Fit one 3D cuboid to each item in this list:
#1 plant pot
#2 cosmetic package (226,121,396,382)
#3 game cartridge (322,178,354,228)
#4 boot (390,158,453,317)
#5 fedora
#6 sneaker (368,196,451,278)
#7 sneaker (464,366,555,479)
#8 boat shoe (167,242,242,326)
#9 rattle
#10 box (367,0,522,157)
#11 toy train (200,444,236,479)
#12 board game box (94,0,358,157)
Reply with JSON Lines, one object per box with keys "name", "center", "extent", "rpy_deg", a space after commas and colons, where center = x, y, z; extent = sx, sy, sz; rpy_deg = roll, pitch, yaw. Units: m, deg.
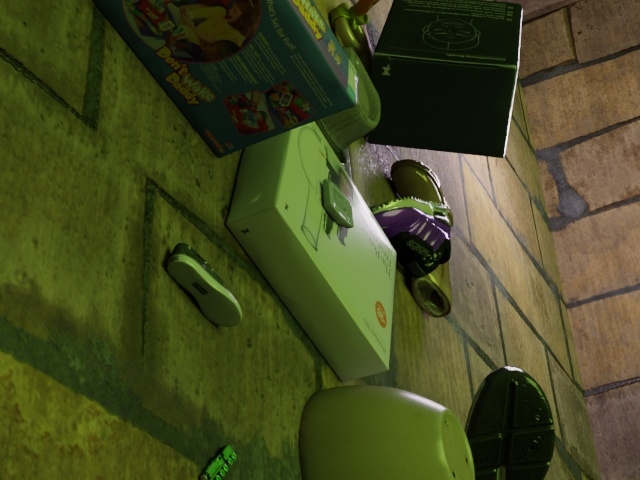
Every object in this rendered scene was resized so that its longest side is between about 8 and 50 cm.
{"name": "plant pot", "center": [0.119, 0.338, 1.622], "extent": [0.284, 0.191, 0.284], "rpy_deg": [48, 31, -43]}
{"name": "cosmetic package", "center": [0.000, 0.000, 1.747], "extent": [0.377, 0.097, 0.284], "rpy_deg": [56, 29, -34]}
{"name": "game cartridge", "center": [0.028, -0.055, 1.706], "extent": [0.083, 0.017, 0.056], "rpy_deg": [44, 31, -48]}
{"name": "boot", "center": [0.218, -0.010, 2.288], "extent": [0.236, 0.089, 0.269], "rpy_deg": [48, 35, -33]}
{"name": "fedora", "center": [0.027, -0.266, 1.922], "extent": [0.243, 0.124, 0.275], "rpy_deg": [59, 15, -31]}
{"name": "sneaker", "center": [0.174, 0.001, 2.103], "extent": [0.293, 0.102, 0.146], "rpy_deg": [2, 75, -52]}
{"name": "sneaker", "center": [0.312, 0.396, 2.015], "extent": [0.257, 0.169, 0.447], "rpy_deg": [-112, -163, -66]}
{"name": "boat shoe", "center": [-0.146, 0.057, 1.410], "extent": [0.142, 0.049, 0.040], "rpy_deg": [52, 28, -35]}
{"name": "rattle", "center": [0.119, -0.435, 2.335], "extent": [0.199, 0.143, 0.130], "rpy_deg": [59, 5, -13]}
{"name": "box", "center": [0.277, -0.369, 2.360], "extent": [0.395, 0.294, 0.212], "rpy_deg": [-69, 165, -58]}
{"name": "toy train", "center": [-0.125, 0.276, 1.322], "extent": [0.023, 0.017, 0.083], "rpy_deg": [58, 23, -7]}
{"name": "board game box", "center": [-0.129, -0.289, 1.482], "extent": [0.347, 0.233, 0.078], "rpy_deg": [53, 28, -39]}
